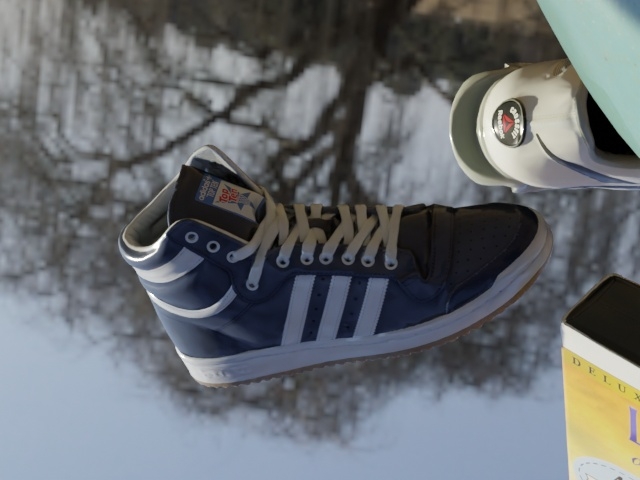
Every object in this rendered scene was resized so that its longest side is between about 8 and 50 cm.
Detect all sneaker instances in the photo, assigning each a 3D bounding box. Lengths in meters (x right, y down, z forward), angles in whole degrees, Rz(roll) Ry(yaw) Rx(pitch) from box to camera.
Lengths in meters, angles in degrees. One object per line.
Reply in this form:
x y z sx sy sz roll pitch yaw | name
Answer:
0.268 -0.091 1.151 0.331 0.122 0.146 -13 -175 -31 | sneaker
0.000 0.000 1.053 0.282 0.153 0.099 -17 -146 22 | sneaker

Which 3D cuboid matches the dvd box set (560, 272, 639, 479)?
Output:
0.301 0.245 1.048 0.308 0.420 0.062 29 -125 35 | dvd box set

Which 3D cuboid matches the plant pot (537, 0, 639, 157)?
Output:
0.182 -0.126 0.454 0.293 0.235 0.293 -14 174 -1 | plant pot
